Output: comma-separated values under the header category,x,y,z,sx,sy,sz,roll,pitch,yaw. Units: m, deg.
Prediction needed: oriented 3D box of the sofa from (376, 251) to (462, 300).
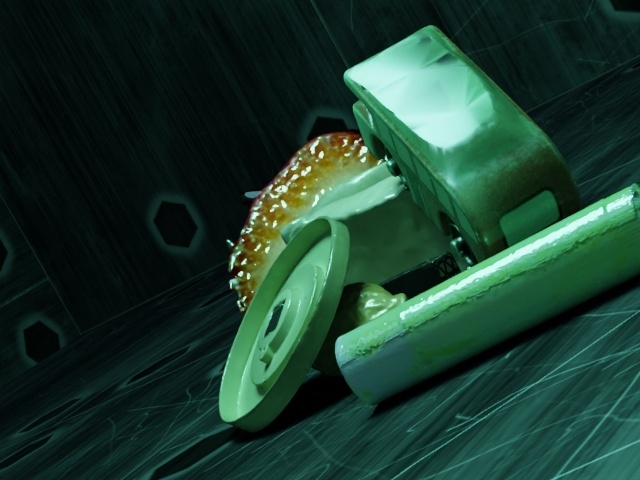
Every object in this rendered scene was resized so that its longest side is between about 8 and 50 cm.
category,x,y,z,sx,sy,sz,roll,pitch,yaw
sofa,0.097,0.061,1.896,0.118,0.060,0.039,-27,-1,39

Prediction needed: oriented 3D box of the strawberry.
category,x,y,z,sx,sy,sz,roll,pitch,yaw
strawberry,0.000,0.000,2.391,0.306,0.233,0.138,-36,-23,-12

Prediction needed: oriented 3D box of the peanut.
category,x,y,z,sx,sy,sz,roll,pitch,yaw
peanut,0.032,0.089,1.833,0.093,0.083,0.194,-37,8,-23

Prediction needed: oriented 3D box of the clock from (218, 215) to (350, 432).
category,x,y,z,sx,sy,sz,roll,pitch,yaw
clock,-0.038,0.083,1.849,0.235,0.029,0.235,-56,18,28

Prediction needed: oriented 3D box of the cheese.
category,x,y,z,sx,sy,sz,roll,pitch,yaw
cheese,0.108,-0.018,2.098,0.332,0.153,0.292,-25,6,41

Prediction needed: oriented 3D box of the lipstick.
category,x,y,z,sx,sy,sz,roll,pitch,yaw
lipstick,0.159,0.049,1.571,0.304,0.076,0.076,-29,4,17

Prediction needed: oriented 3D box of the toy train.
category,x,y,z,sx,sy,sz,roll,pitch,yaw
toy train,0.146,-0.083,1.809,0.129,0.159,0.326,-31,44,-6
